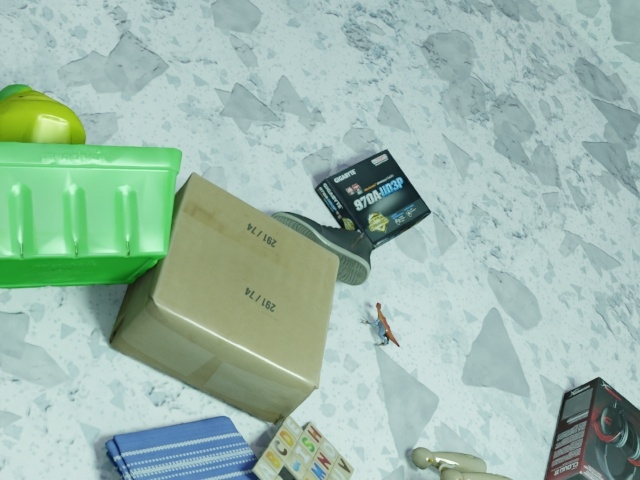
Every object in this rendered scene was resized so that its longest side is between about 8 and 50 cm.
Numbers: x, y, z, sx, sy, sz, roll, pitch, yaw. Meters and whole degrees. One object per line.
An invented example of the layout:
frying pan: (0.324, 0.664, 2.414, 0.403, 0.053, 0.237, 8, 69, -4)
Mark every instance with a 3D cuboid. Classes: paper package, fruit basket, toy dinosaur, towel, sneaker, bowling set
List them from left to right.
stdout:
fruit basket: (-0.431, -0.114, 1.630, 0.392, 0.283, 0.392, 12, 66, -27)
towel: (-0.161, 0.412, 1.571, 0.243, 0.040, 0.336, -3, 45, -42)
paper package: (-0.151, 0.098, 1.767, 0.325, 0.168, 0.309, 29, 46, -19)
sneaker: (0.000, 0.000, 2.033, 0.222, 0.083, 0.118, 32, 27, -8)
toy dinosaur: (0.126, 0.162, 2.018, 0.047, 0.090, 0.082, -3, 95, -56)
bowling set: (0.260, 0.492, 1.827, 0.154, 0.287, 0.200, 15, 86, -23)

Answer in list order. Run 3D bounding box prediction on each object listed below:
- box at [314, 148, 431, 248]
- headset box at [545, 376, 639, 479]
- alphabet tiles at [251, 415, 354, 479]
box: (0.114, -0.083, 2.183, 0.220, 0.051, 0.175, -28, 81, -45)
headset box: (0.593, 0.467, 2.147, 0.218, 0.110, 0.293, 39, 44, -11)
alphabet tiles: (-0.010, 0.396, 1.726, 0.198, 0.009, 0.237, 47, 22, -2)
